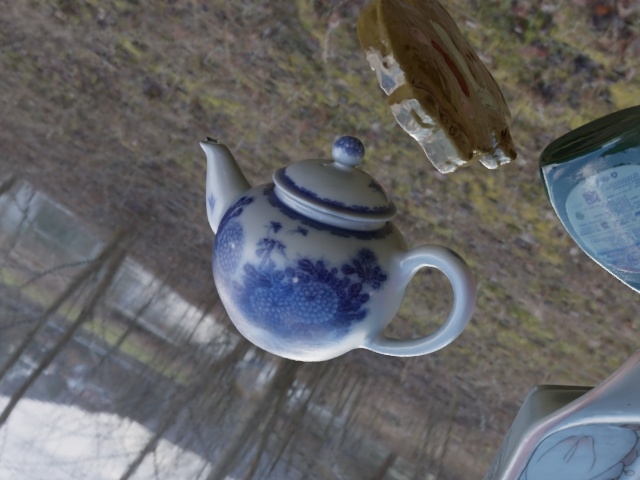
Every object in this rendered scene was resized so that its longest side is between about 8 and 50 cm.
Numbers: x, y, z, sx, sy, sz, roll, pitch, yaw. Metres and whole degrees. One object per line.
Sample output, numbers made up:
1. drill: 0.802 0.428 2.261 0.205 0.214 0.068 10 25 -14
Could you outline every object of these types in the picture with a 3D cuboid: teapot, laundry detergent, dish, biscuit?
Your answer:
1. teapot: 0.000 0.000 1.120 0.424 0.279 0.252 28 -157 23
2. laundry detergent: 0.296 -0.015 0.793 0.137 0.063 0.211 -26 111 35
3. dish: 0.157 0.128 0.495 0.154 0.064 0.234 5 131 -12
4. biscuit: 0.097 -0.134 0.709 0.184 0.035 0.249 57 -154 -1
